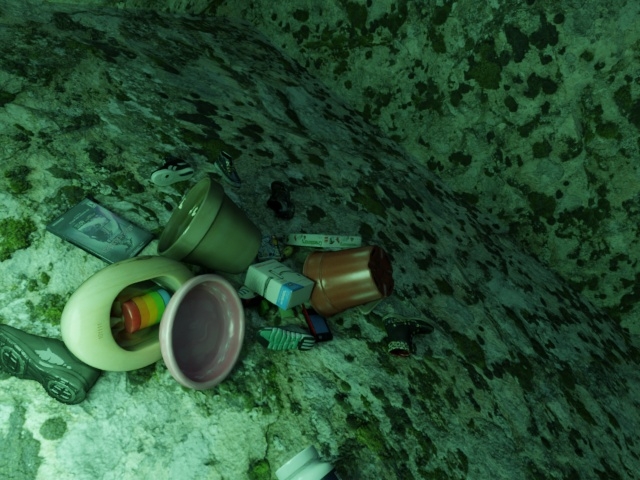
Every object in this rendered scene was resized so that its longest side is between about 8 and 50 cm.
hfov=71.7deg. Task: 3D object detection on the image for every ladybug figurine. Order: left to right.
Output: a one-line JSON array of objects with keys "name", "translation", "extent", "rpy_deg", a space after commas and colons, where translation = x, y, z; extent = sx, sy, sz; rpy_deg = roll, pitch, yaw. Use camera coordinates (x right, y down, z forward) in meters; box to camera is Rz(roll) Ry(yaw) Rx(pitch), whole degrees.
[{"name": "ladybug figurine", "translation": [-0.524, 0.196, 1.253], "extent": [0.449, 0.162, 0.304], "rpy_deg": [-10, 96, -62]}]

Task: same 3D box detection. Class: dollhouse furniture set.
[{"name": "dollhouse furniture set", "translation": [-0.154, 0.243, 1.630], "extent": [0.152, 0.058, 0.076], "rpy_deg": [3, 47, -35]}]

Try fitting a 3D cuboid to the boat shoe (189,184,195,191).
[{"name": "boat shoe", "translation": [-0.497, -0.163, 1.826], "extent": [0.060, 0.064, 0.177], "rpy_deg": [-12, 58, -47]}]

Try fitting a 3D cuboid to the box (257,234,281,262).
[{"name": "box", "translation": [-0.217, 0.034, 1.813], "extent": [0.094, 0.027, 0.136], "rpy_deg": [-4, 42, -14]}]

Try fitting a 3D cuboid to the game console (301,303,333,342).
[{"name": "game console", "translation": [-0.012, 0.297, 1.654], "extent": [0.124, 0.085, 0.143], "rpy_deg": [1, 48, -34]}]

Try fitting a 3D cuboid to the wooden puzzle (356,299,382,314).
[{"name": "wooden puzzle", "translation": [0.172, 0.192, 1.947], "extent": [0.239, 0.044, 0.221], "rpy_deg": [43, 38, 13]}]

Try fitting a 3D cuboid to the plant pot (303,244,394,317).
[{"name": "plant pot", "translation": [0.120, 0.140, 1.694], "extent": [0.272, 0.265, 0.272], "rpy_deg": [32, 50, -48]}]

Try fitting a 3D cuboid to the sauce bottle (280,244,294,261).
[{"name": "sauce bottle", "translation": [-0.158, 0.062, 1.846], "extent": [0.042, 0.042, 0.128], "rpy_deg": [40, 37, 8]}]

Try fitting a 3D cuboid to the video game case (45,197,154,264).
[{"name": "video game case", "translation": [-0.745, -0.025, 1.517], "extent": [0.275, 0.026, 0.196], "rpy_deg": [29, 37, -5]}]

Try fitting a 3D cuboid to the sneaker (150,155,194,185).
[{"name": "sneaker", "translation": [-0.650, -0.298, 1.862], "extent": [0.121, 0.079, 0.217], "rpy_deg": [41, 29, 15]}]

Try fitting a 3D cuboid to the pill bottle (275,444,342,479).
[{"name": "pill bottle", "translation": [0.004, 0.691, 1.166], "extent": [0.153, 0.153, 0.264], "rpy_deg": [-15, 58, -46]}]

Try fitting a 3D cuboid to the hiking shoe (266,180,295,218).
[{"name": "hiking shoe", "translation": [-0.200, -0.200, 2.073], "extent": [0.114, 0.086, 0.226], "rpy_deg": [4, 47, -39]}]

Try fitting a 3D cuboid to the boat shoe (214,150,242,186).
[{"name": "boat shoe", "translation": [-0.422, -0.333, 2.058], "extent": [0.183, 0.083, 0.065], "rpy_deg": [46, 38, 15]}]

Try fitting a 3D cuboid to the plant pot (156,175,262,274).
[{"name": "plant pot", "translation": [-0.374, -0.024, 1.594], "extent": [0.281, 0.323, 0.323], "rpy_deg": [33, 33, -28]}]

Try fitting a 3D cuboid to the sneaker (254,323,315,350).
[{"name": "sneaker", "translation": [-0.132, 0.329, 1.556], "extent": [0.224, 0.083, 0.098], "rpy_deg": [18, 18, -27]}]

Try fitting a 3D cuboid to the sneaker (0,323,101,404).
[{"name": "sneaker", "translation": [-0.701, 0.300, 1.137], "extent": [0.286, 0.109, 0.130], "rpy_deg": [38, 26, -7]}]

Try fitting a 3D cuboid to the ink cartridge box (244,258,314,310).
[{"name": "ink cartridge box", "translation": [-0.150, 0.156, 1.611], "extent": [0.203, 0.085, 0.148], "rpy_deg": [27, 22, 26]}]

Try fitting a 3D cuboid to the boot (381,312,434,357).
[{"name": "boot", "translation": [0.370, 0.402, 1.828], "extent": [0.237, 0.085, 0.178], "rpy_deg": [15, 42, -14]}]

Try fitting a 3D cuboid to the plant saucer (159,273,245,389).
[{"name": "plant saucer", "translation": [-0.353, 0.265, 1.310], "extent": [0.332, 0.084, 0.331], "rpy_deg": [13, 75, -62]}]

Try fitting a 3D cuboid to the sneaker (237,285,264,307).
[{"name": "sneaker", "translation": [-0.286, 0.201, 1.593], "extent": [0.162, 0.057, 0.075], "rpy_deg": [-4, 34, -38]}]

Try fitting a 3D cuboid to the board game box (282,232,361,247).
[{"name": "board game box", "translation": [0.000, 0.000, 1.860], "extent": [0.193, 0.305, 0.053], "rpy_deg": [2, 91, -35]}]
